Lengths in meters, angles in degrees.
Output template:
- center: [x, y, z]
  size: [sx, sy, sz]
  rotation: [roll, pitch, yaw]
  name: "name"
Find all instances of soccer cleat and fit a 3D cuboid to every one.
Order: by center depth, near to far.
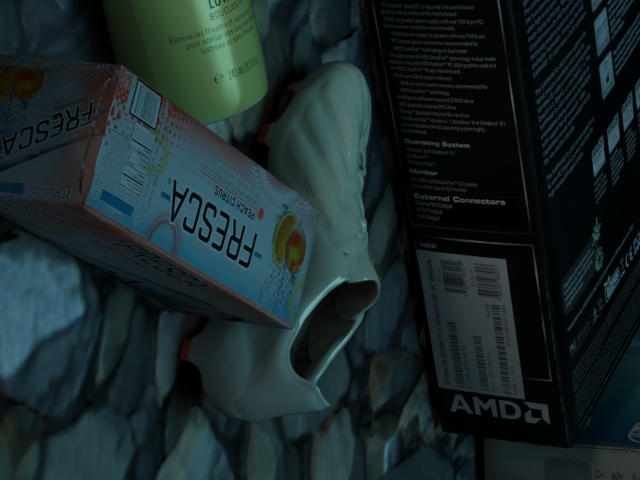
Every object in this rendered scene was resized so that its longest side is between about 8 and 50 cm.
- center: [0.000, 0.000, 0.900]
  size: [0.068, 0.076, 0.196]
  rotation: [59, 44, -50]
  name: "soccer cleat"

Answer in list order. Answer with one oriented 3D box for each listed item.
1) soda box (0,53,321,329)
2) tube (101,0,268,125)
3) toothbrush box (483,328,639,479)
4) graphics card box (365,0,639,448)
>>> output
- center: [-0.068, -0.016, 0.778]
  size: [0.183, 0.063, 0.058]
  rotation: [36, 65, -59]
  name: "soda box"
- center: [-0.072, -0.163, 0.754]
  size: [0.070, 0.062, 0.240]
  rotation: [-95, 174, -66]
  name: "tube"
- center: [0.225, 0.176, 1.320]
  size: [0.295, 0.126, 0.216]
  rotation: [-35, 125, -58]
  name: "toothbrush box"
- center: [0.125, -0.093, 1.115]
  size: [0.233, 0.094, 0.371]
  rotation: [-52, 137, -48]
  name: "graphics card box"
